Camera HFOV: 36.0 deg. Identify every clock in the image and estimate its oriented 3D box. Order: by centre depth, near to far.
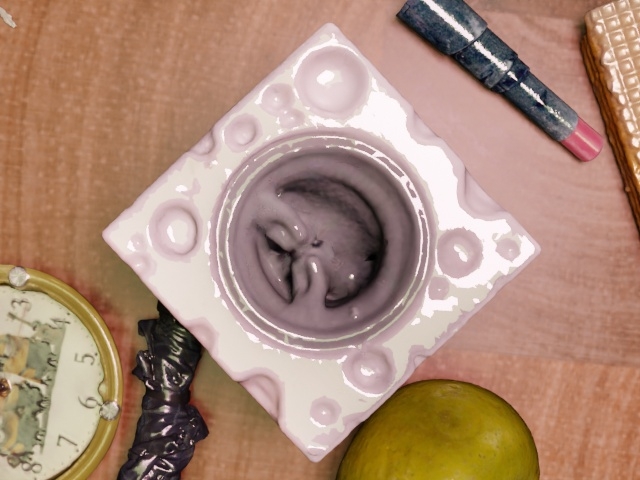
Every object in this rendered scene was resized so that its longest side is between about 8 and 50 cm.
[{"bbox_3d":[-0.299,0.139,0.933,0.237,0.057,0.237,0,88,-1],"label":"clock"}]

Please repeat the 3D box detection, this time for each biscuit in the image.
[{"bbox_3d":[0.342,-0.048,0.942,0.094,0.054,0.379,-18,91,0],"label":"biscuit"}]

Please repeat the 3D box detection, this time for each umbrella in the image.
[{"bbox_3d":[-0.142,0.153,0.933,0.071,0.080,0.224,2,83,35],"label":"umbrella"}]

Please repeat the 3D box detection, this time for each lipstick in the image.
[{"bbox_3d":[0.178,-0.160,0.940,0.234,0.053,0.053,40,90,-2],"label":"lipstick"}]

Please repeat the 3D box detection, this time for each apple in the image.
[{"bbox_3d":[0.103,0.220,0.879,0.157,0.196,0.196,24,90,29],"label":"apple"}]

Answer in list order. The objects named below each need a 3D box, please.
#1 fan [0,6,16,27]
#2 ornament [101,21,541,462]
[{"bbox_3d":[-0.395,-0.324,0.949,0.182,0.010,0.310,-42,90,-1],"label":"fan"},{"bbox_3d":[0.000,0.000,0.845,0.239,0.240,0.240,-43,91,0],"label":"ornament"}]
